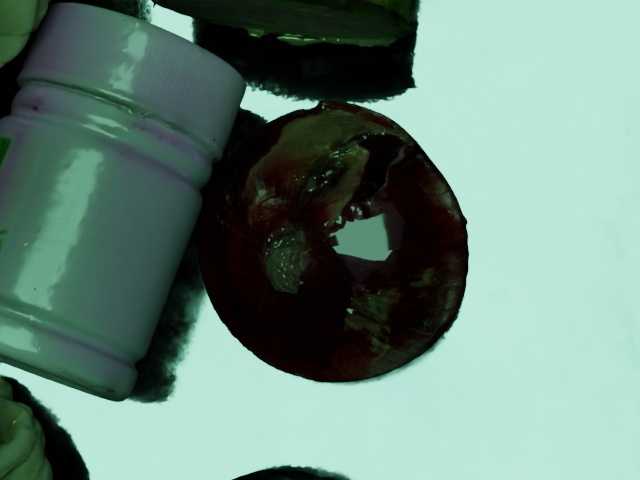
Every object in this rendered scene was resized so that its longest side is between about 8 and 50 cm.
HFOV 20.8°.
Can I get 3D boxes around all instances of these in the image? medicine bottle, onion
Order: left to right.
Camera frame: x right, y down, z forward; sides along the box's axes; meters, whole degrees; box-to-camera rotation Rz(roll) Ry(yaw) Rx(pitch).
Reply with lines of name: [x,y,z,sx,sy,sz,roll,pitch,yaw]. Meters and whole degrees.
medicine bottle: [-0.219,-0.033,1.622,0.212,0.212,0.326,19,82,5]
onion: [0.000,0.000,1.623,0.272,0.195,0.272,0,88,17]

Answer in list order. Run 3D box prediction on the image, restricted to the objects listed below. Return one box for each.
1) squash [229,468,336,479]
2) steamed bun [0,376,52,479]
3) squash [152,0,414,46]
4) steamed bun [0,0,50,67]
squash: [-0.040,0.334,1.604,0.252,0.165,0.252,0,87,4]
steamed bun: [-0.402,0.216,1.624,0.320,0.206,0.275,8,83,1]
squash: [-0.024,-0.385,1.630,0.263,0.263,0.385,5,85,4]
steamed bun: [-0.338,-0.266,1.529,0.289,0.203,0.276,-30,126,-25]
